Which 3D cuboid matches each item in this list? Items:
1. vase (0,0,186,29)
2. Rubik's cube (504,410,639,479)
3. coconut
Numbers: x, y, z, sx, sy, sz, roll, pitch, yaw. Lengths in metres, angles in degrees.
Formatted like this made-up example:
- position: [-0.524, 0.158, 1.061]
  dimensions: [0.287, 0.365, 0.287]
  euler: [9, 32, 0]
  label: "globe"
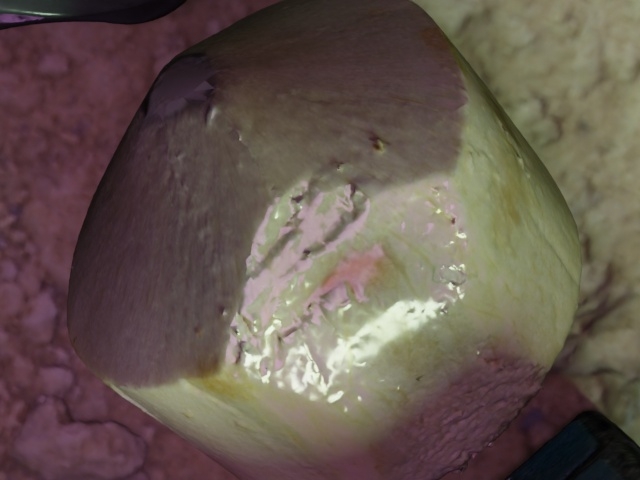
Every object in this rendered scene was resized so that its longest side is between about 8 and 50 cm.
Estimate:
- position: [-0.209, -0.232, 0.737]
  dimensions: [0.251, 0.156, 0.301]
  euler: [-14, 94, 11]
  label: "vase"
- position: [0.135, 0.299, 0.685]
  dimensions: [0.305, 0.301, 0.304]
  euler: [-44, 91, 2]
  label: "Rubik's cube"
- position: [-0.003, 0.002, 0.697]
  dimensions: [0.241, 0.241, 0.241]
  euler: [2, 103, 9]
  label: "coconut"
